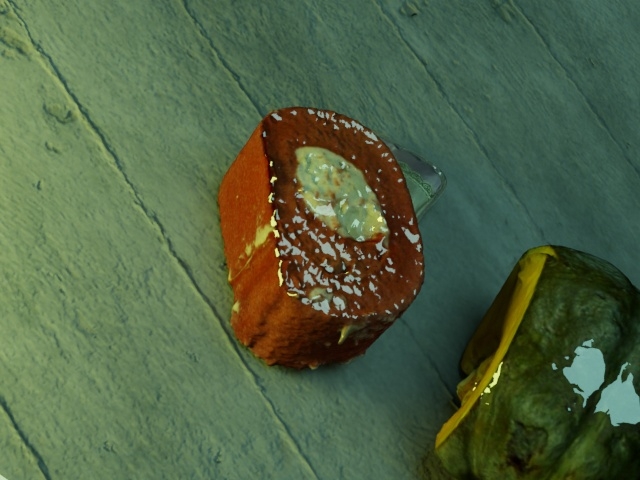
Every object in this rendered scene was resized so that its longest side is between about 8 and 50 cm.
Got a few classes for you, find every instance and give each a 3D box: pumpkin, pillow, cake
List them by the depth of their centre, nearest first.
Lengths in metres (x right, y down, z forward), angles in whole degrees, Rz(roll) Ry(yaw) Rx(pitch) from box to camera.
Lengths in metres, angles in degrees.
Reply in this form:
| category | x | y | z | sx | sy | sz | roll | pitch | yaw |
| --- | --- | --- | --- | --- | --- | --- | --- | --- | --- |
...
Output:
| category | x | y | z | sx | sy | sz | roll | pitch | yaw |
| --- | --- | --- | --- | --- | --- | --- | --- | --- | --- |
| cake | 0.000 | 0.000 | 1.950 | 0.177 | 0.151 | 0.283 | 5 | 58 | -26 |
| pumpkin | 0.274 | 0.165 | 1.965 | 0.225 | 0.256 | 0.303 | 32 | 34 | -9 |
| pillow | 0.059 | -0.036 | 2.093 | 0.131 | 0.038 | 0.232 | 34 | 51 | -3 |

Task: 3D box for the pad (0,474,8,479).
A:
| category | x | y | z | sx | sy | sz | roll | pitch | yaw |
| --- | --- | --- | --- | --- | --- | --- | --- | --- | --- |
| pad | -0.256 | 0.329 | 1.676 | 0.232 | 0.004 | 0.156 | 38 | 48 | -8 |
